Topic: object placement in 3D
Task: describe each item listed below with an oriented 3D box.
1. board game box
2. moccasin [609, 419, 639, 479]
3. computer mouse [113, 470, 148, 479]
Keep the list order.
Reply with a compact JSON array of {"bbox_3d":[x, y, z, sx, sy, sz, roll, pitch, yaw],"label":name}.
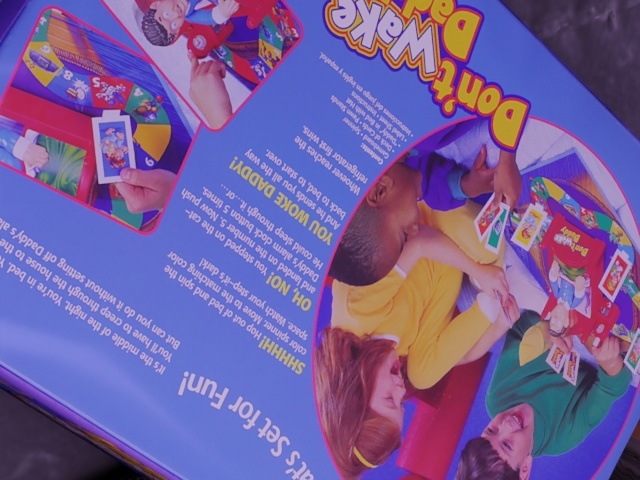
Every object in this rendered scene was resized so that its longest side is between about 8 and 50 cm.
[{"bbox_3d":[0.000,0.000,0.643,0.347,0.078,0.233,39,74,-32],"label":"board game box"},{"bbox_3d":[0.211,0.218,0.924,0.147,0.139,0.380,-30,130,-31],"label":"moccasin"},{"bbox_3d":[-0.072,0.151,0.710,0.272,0.072,0.188,-19,103,-31],"label":"computer mouse"}]
